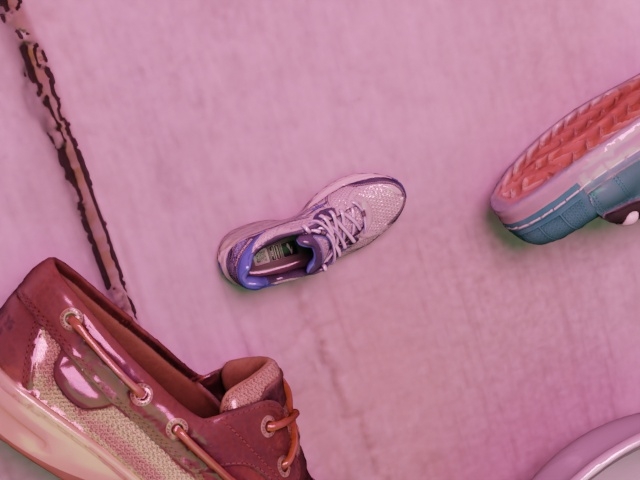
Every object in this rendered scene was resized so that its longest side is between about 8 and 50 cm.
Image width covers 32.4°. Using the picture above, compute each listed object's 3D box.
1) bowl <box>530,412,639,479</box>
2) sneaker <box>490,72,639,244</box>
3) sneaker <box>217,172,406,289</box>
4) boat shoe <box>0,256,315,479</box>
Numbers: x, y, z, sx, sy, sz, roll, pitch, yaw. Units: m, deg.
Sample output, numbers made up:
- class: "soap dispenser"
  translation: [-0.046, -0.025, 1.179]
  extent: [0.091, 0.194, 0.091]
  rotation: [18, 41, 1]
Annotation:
- class: "bowl"
  translation: [0.242, 0.241, 0.805]
  extent: [0.297, 0.134, 0.298]
  rotation: [-3, 105, -12]
- class: "sneaker"
  translation: [0.263, -0.065, 0.746]
  extent: [0.302, 0.108, 0.121]
  rotation: [-32, 104, -5]
- class: "sneaker"
  translation: [0.000, 0.000, 0.730]
  extent: [0.135, 0.058, 0.052]
  rotation: [-27, 108, -5]
- class: "boat shoe"
  translation: [-0.063, 0.131, 0.721]
  extent: [0.342, 0.123, 0.123]
  rotation: [35, 96, -12]
